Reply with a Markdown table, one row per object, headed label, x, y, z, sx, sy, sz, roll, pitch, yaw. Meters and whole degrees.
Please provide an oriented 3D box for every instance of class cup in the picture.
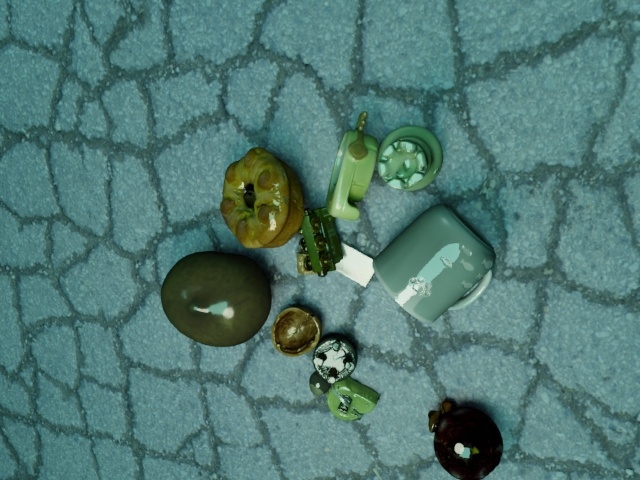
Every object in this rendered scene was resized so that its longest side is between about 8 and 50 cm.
| label | x | y | z | sx | sy | sz | roll | pitch | yaw |
| --- | --- | --- | --- | --- | --- | --- | --- | --- | --- |
| cup | 0.373 | 0.079 | 1.271 | 0.357 | 0.259 | 0.274 | 31 | 113 | -27 |

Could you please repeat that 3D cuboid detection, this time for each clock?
| label | x | y | z | sx | sy | sz | roll | pitch | yaw |
| --- | --- | --- | --- | --- | --- | --- | --- | --- | --- |
| clock | 0.097 | -0.220 | 1.265 | 0.096 | 0.235 | 0.307 | 14 | 104 | -5 |

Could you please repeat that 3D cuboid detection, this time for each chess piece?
| label | x | y | z | sx | sy | sz | roll | pitch | yaw |
| --- | --- | --- | --- | --- | --- | --- | --- | --- | --- |
| chess piece | 0.236 | -0.218 | 1.183 | 0.195 | 0.299 | 0.194 | 4 | 106 | 15 |

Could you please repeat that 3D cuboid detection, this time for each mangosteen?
| label | x | y | z | sx | sy | sz | roll | pitch | yaw |
| --- | --- | --- | --- | --- | --- | --- | --- | --- | --- |
| mangosteen | 0.456 | 0.644 | 1.407 | 0.266 | 0.228 | 0.228 | 24 | 115 | 49 |

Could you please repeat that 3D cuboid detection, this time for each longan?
| label | x | y | z | sx | sy | sz | roll | pitch | yaw |
| --- | --- | --- | --- | --- | --- | --- | --- | --- | --- |
| longan | -0.344 | 0.191 | 1.444 | 0.362 | 0.361 | 0.360 | 4 | 105 | 15 |

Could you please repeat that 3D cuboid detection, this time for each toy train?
| label | x | y | z | sx | sy | sz | roll | pitch | yaw |
| --- | --- | --- | --- | --- | --- | --- | --- | --- | --- |
| toy train | 0.000 | 0.000 | 1.384 | 0.090 | 0.137 | 0.225 | -9 | 98 | 40 |

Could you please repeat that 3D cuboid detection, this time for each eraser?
| label | x | y | z | sx | sy | sz | roll | pitch | yaw |
| --- | --- | --- | --- | --- | --- | --- | --- | --- | --- |
| eraser | 0.112 | 0.080 | 1.444 | 0.151 | 0.023 | 0.103 | 29 | 110 | 7 |

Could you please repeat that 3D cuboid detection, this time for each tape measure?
| label | x | y | z | sx | sy | sz | roll | pitch | yaw |
| --- | --- | --- | --- | --- | --- | --- | --- | --- | --- |
| tape measure | 0.100 | 0.571 | 1.543 | 0.178 | 0.087 | 0.153 | 30 | 110 | 9 |

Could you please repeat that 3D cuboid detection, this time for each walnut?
| label | x | y | z | sx | sy | sz | roll | pitch | yaw |
| --- | --- | --- | --- | --- | --- | --- | --- | --- | --- |
| walnut | -0.079 | 0.312 | 1.526 | 0.211 | 0.087 | 0.167 | -41 | 86 | 26 |

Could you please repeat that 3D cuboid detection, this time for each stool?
| label | x | y | z | sx | sy | sz | roll | pitch | yaw |
| --- | --- | --- | --- | --- | --- | --- | --- | --- | --- |
| stool | 0.046 | 0.428 | 1.471 | 0.154 | 0.139 | 0.227 | 9 | 89 | 4 |

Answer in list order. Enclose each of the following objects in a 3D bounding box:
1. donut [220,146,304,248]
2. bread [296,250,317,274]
| label | x | y | z | sx | sy | sz | roll | pitch | yaw |
| --- | --- | --- | --- | --- | --- | --- | --- | --- | --- |
| donut | -0.189 | -0.128 | 1.354 | 0.300 | 0.150 | 0.316 | -9 | 78 | 38 |
| bread | -0.037 | 0.072 | 1.457 | 0.084 | 0.076 | 0.070 | -3 | 107 | 18 |
